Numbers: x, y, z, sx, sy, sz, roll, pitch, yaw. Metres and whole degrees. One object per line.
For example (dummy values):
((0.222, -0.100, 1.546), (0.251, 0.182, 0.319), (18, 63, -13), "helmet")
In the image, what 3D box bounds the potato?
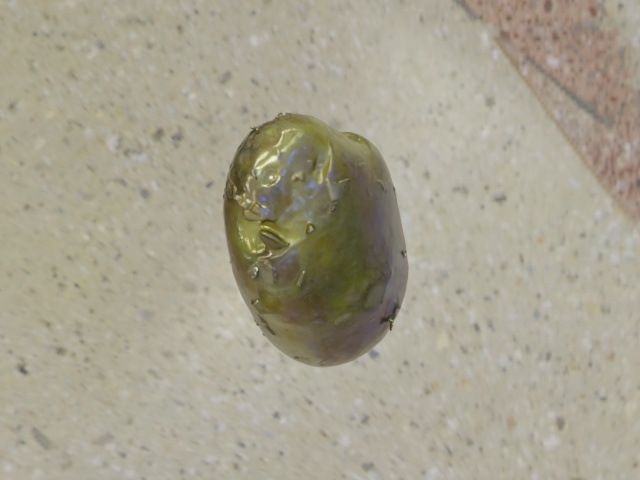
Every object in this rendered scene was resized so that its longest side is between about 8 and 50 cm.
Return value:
((0.000, 0.000, 1.327), (0.141, 0.296, 0.191), (14, 65, 29), "potato")
